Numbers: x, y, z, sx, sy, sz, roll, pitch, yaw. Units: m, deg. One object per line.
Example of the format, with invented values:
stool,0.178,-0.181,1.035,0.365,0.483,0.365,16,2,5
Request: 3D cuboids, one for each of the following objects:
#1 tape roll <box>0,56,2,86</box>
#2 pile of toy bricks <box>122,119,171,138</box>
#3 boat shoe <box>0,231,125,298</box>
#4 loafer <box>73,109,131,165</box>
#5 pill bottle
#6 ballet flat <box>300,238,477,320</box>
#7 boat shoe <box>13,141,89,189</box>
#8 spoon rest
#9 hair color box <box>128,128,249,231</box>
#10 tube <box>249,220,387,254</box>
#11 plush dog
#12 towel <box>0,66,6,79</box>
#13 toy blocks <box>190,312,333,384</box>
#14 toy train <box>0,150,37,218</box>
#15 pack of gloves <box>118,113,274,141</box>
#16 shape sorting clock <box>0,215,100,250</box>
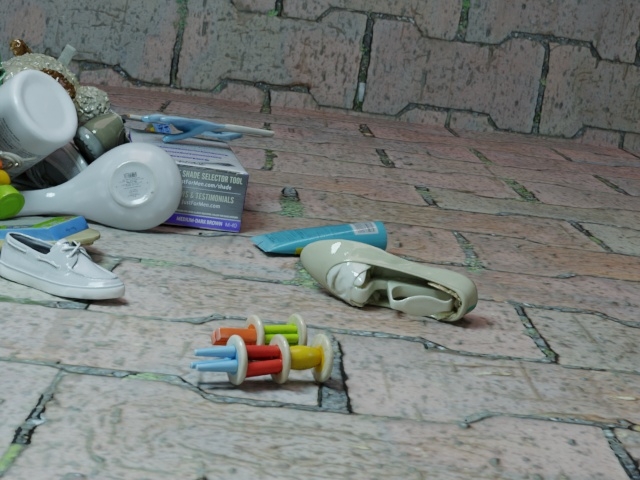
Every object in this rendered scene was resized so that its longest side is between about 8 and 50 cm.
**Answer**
tape roll,-0.644,-0.249,2.039,0.077,0.321,0.321,13,13,20
pile of toy bricks,-0.377,-0.171,2.412,0.105,0.118,0.212,-24,-1,40
boat shoe,-0.321,0.029,1.564,0.184,0.063,0.066,15,14,31
loafer,-0.352,-0.150,2.102,0.094,0.087,0.251,48,-12,2
pill bottle,-0.504,-0.163,1.982,0.229,0.131,0.131,-27,-8,31
ballet flat,0.085,0.058,1.667,0.248,0.086,0.086,11,12,11
boat shoe,-0.476,-0.125,2.119,0.320,0.118,0.103,24,64,45
spoon rest,-0.351,-0.076,1.931,0.276,0.137,0.084,-7,-4,-8
hair color box,-0.238,-0.108,2.151,0.185,0.110,0.339,7,10,-11
tube,0.000,0.000,1.949,0.207,0.052,0.080,-3,10,-20
plush dog,-0.544,-0.273,2.293,0.262,0.211,0.225,-19,5,7
towel,-0.647,-0.208,1.762,0.324,0.038,0.248,10,36,18
toy blocks,-0.077,0.115,1.340,0.148,0.054,0.123,1,14,-26
toy train,-0.467,-0.086,1.792,0.248,0.105,0.143,-2,39,-51
pack of gloves,-0.226,-0.187,2.227,0.232,0.046,0.195,7,0,-25
shape sorting clock,-0.405,-0.004,1.717,0.206,0.040,0.206,-3,7,0
